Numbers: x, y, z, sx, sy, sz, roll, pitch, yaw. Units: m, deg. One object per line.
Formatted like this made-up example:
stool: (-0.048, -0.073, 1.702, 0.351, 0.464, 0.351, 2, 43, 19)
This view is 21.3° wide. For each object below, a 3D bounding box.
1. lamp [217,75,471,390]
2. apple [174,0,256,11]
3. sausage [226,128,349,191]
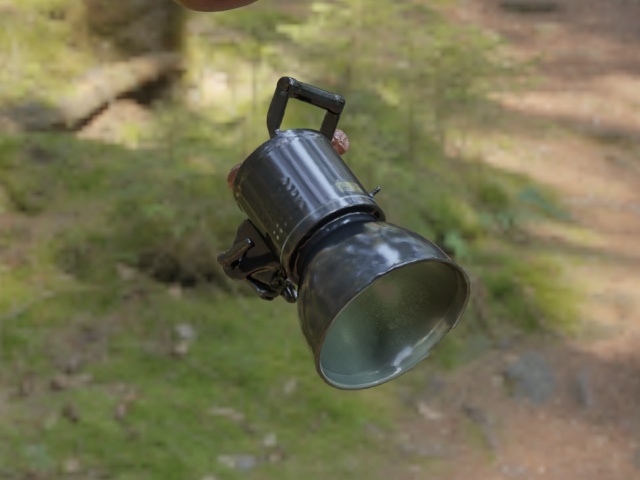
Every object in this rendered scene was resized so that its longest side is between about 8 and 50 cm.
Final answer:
lamp: (0.000, 0.000, 1.422, 0.147, 0.172, 0.227, 13, 32, -48)
apple: (-0.102, -0.354, 1.787, 0.230, 0.230, 0.230, 0, 4, 0)
sausage: (-0.037, -0.084, 1.792, 0.147, 0.035, 0.030, -19, 27, 22)
